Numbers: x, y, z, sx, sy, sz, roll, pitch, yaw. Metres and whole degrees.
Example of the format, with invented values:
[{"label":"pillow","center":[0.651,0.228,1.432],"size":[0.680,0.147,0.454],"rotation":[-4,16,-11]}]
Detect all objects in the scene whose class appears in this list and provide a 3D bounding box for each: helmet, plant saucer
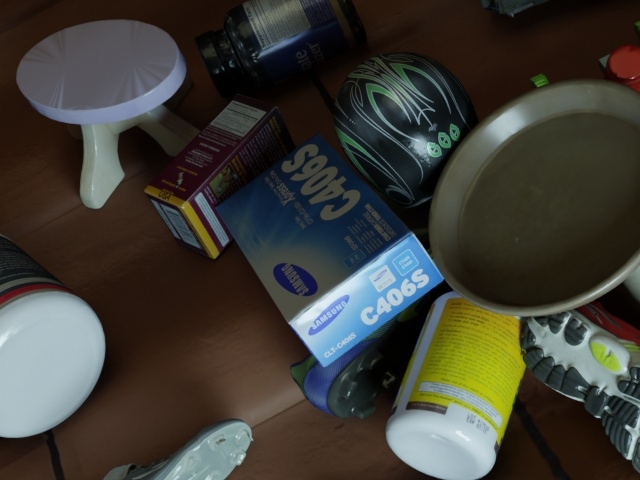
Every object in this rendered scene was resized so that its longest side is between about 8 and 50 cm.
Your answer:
[{"label":"helmet","center":[0.095,-0.135,1.627],"size":[0.169,0.161,0.169],"rotation":[-36,10,8]},{"label":"plant saucer","center":[0.240,-0.042,1.469],"size":[0.278,0.041,0.278],"rotation":[-18,53,26]}]

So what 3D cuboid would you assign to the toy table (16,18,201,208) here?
[{"label":"toy table","center":[-0.277,-0.185,1.969],"size":[0.274,0.161,0.252],"rotation":[24,64,40]}]

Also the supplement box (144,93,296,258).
[{"label":"supplement box","center":[-0.122,-0.084,1.840],"size":[0.081,0.104,0.188],"rotation":[23,62,40]}]

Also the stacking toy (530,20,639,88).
[{"label":"stacking toy","center":[0.369,-0.178,1.728],"size":[0.167,0.052,0.221],"rotation":[-26,43,1]}]

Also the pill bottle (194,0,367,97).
[{"label":"pill bottle","center":[-0.057,-0.285,1.981],"size":[0.219,0.123,0.123],"rotation":[-25,44,3]}]

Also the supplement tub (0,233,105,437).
[{"label":"supplement tub","center":[-0.406,0.100,1.745],"size":[0.191,0.191,0.272],"rotation":[-43,46,-15]}]

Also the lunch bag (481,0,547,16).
[{"label":"lunch bag","center":[0.334,-0.452,1.885],"size":[0.305,0.212,0.256],"rotation":[-17,62,15]}]

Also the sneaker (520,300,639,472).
[{"label":"sneaker","center":[0.329,0.143,1.420],"size":[0.118,0.107,0.279],"rotation":[-11,44,-42]}]

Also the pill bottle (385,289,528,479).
[{"label":"pill bottle","center":[0.153,0.135,1.497],"size":[0.117,0.117,0.215],"rotation":[4,53,29]}]

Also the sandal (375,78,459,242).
[{"label":"sandal","center":[0.117,-0.113,1.763],"size":[0.120,0.086,0.303],"rotation":[-11,46,16]}]

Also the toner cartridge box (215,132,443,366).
[{"label":"toner cartridge box","center":[0.000,0.000,1.650],"size":[0.165,0.075,0.348],"rotation":[-37,28,-1]}]

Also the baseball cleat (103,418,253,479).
[{"label":"baseball cleat","center":[-0.174,0.256,1.578],"size":[0.206,0.072,0.109],"rotation":[-39,38,-17]}]

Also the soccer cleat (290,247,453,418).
[{"label":"soccer cleat","center":[0.081,0.074,1.605],"size":[0.289,0.093,0.121],"rotation":[-45,44,-17]}]

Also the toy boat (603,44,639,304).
[{"label":"toy boat","center":[0.405,-0.068,1.536],"size":[0.267,0.148,0.318],"rotation":[-31,66,0]}]
